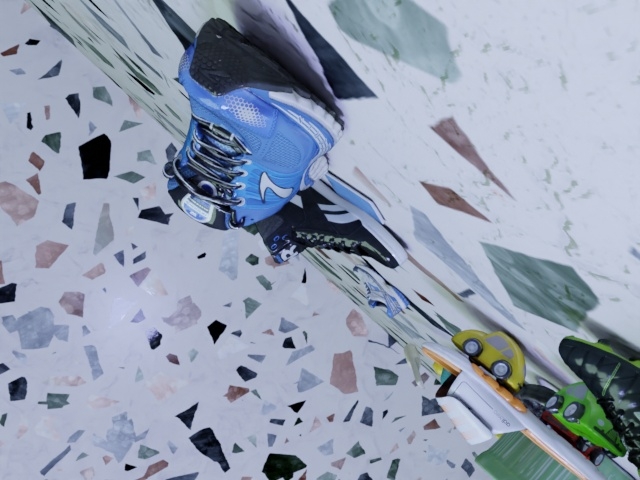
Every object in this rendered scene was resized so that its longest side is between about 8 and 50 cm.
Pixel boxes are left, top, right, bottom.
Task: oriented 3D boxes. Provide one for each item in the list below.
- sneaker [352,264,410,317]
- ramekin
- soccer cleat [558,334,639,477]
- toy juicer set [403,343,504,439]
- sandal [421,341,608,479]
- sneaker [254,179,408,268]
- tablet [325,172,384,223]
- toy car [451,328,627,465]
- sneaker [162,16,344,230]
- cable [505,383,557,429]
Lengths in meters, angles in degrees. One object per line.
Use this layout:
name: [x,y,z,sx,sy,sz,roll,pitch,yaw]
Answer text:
sneaker: [0.106,0.098,1.143,0.135,0.058,0.052,39,174,30]
ramekin: [0.436,0.438,1.026,0.303,0.148,0.303,41,175,5]
soccer cleat: [0.243,0.141,0.424,0.179,0.072,0.060,40,174,19]
toy juicer set: [0.294,0.289,1.250,0.329,0.089,0.209,35,-169,-26]
sandal: [0.213,0.224,0.701,0.265,0.076,0.102,39,174,19]
sneaker: [0.000,0.000,0.766,0.217,0.121,0.079,39,175,29]
tablet: [0.039,-0.052,0.692,0.083,0.006,0.054,37,173,35]
toy car: [0.270,0.178,0.648,0.239,0.053,0.225,41,174,-1]
sneaker: [-0.070,-0.074,0.544,0.130,0.147,0.330,41,174,8]
cable: [0.320,0.266,0.893,0.139,0.072,0.287,36,174,5]
